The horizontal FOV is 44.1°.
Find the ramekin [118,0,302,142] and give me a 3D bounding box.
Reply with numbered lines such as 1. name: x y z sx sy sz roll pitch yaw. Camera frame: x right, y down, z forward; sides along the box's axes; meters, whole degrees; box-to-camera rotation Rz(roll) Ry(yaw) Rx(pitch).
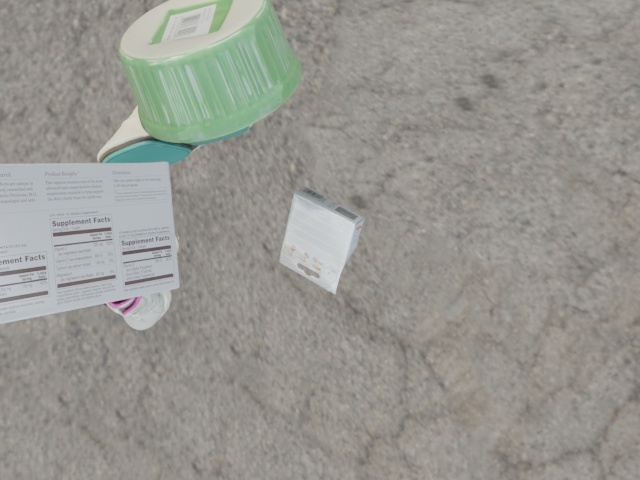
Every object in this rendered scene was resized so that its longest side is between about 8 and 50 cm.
1. ramekin: -0.196 -0.316 1.363 0.303 0.303 0.148 -22 129 -2

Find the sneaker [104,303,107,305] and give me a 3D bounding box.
1. sneaker: -0.444 0.117 1.691 0.038 0.098 0.069 -30 83 30

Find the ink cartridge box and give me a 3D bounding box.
1. ink cartridge box: 0.000 0.000 1.571 0.145 0.045 0.179 29 131 19

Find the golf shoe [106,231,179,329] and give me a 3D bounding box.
1. golf shoe: -0.325 0.079 1.344 0.115 0.140 0.306 28 142 7

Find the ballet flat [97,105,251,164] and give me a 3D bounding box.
1. ballet flat: -0.267 -0.224 1.461 0.400 0.139 0.139 -14 123 40

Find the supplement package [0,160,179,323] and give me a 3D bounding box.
1. supplement package: -0.312 -0.003 0.810 0.204 0.262 0.145 -2 93 33
